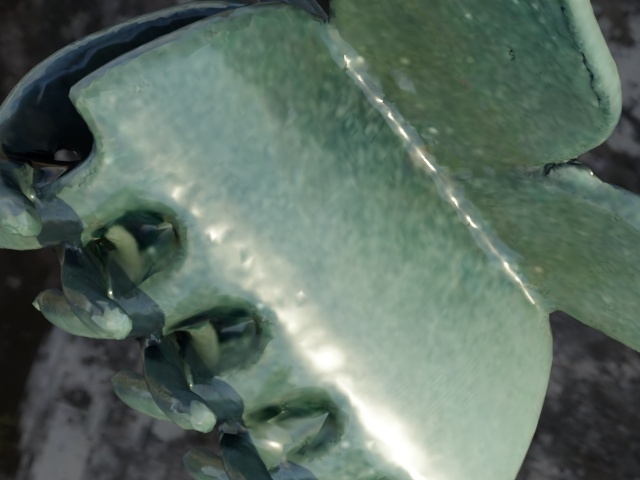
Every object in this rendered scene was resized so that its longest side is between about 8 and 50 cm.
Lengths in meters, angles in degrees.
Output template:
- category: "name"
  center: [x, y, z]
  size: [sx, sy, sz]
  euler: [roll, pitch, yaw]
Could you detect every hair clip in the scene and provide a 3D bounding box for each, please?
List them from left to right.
- category: "hair clip"
  center: [0.000, 0.000, 0.949]
  size: [0.238, 0.318, 0.392]
  euler: [-43, 23, -12]
